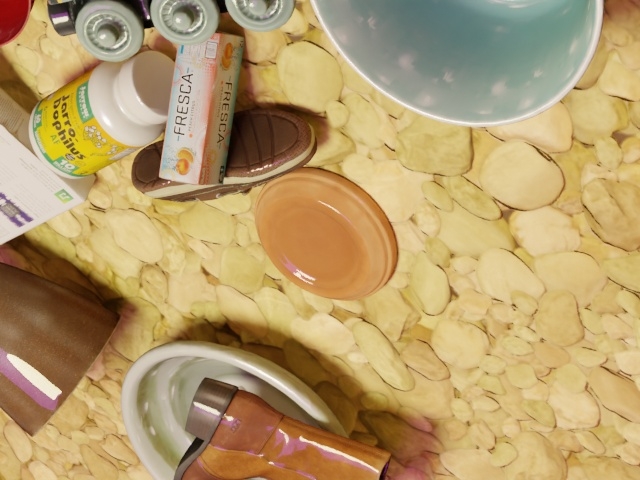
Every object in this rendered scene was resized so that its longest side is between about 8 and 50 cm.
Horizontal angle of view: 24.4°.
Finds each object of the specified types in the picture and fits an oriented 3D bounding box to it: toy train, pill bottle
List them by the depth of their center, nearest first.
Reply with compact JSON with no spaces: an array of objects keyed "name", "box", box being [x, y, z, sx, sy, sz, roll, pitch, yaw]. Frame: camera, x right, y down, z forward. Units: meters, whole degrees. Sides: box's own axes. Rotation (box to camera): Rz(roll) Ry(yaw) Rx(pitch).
[{"name":"toy train","box":[-0.156,-0.316,1.599,0.334,0.142,0.190,-9,122,15]},{"name":"pill bottle","box":[-0.264,-0.161,1.855,0.208,0.117,0.117,-21,111,43]}]

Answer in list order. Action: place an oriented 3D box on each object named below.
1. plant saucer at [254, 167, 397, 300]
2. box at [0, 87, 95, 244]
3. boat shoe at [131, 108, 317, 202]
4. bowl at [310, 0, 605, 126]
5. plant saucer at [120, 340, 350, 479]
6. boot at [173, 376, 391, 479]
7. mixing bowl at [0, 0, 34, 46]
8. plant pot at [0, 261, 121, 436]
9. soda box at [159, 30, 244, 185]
[{"name":"plant saucer","box":[0.000,0.000,1.870,0.200,0.037,0.200,19,133,21]},{"name":"box","box":[-0.501,-0.091,2.052,0.322,0.058,0.232,-23,124,34]},{"name":"boat shoe","box":[-0.107,-0.099,1.840,0.257,0.095,0.095,-7,156,30]},{"name":"bowl","box":[0.152,-0.283,1.442,0.312,0.163,0.311,18,132,20]},{"name":"plant saucer","box":[-0.095,0.282,2.121,0.400,0.100,0.400,18,132,21]},{"name":"boot","box":[-0.051,0.323,2.015,0.280,0.096,0.264,22,127,7]},{"name":"mixing bowl","box":[-0.415,-0.337,1.814,0.181,0.098,0.181,12,127,16]},{"name":"plant pot","box":[-0.444,0.129,2.120,0.230,0.215,0.215,37,137,-10]},{"name":"soda box","box":[-0.141,-0.159,1.752,0.058,0.063,0.183,13,97,26]}]
